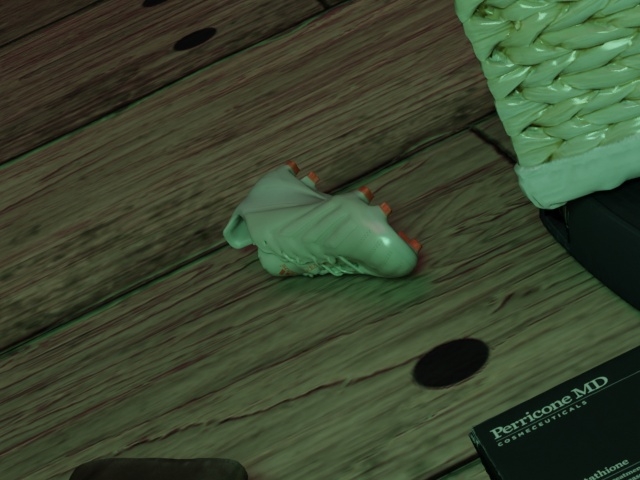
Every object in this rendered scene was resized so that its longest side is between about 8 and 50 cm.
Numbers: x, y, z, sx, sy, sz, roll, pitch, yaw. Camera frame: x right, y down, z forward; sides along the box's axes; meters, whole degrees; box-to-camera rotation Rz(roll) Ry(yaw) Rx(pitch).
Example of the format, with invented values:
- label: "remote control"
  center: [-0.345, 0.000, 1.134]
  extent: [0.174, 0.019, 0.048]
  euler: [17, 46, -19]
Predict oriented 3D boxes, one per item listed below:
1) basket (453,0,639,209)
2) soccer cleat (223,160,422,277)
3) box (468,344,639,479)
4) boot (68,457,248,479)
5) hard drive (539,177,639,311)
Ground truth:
- label: "basket"
  center: [0.239, -0.242, 0.993]
  extent: [0.331, 0.266, 0.328]
  euler: [-17, 27, 22]
- label: "soccer cleat"
  center: [0.000, 0.000, 1.122]
  extent: [0.076, 0.068, 0.196]
  euler: [-46, 29, -11]
- label: "box"
  center: [0.219, 0.099, 0.685]
  extent: [0.261, 0.103, 0.184]
  euler: [-25, 28, -2]
- label: "boot"
  center: [-0.087, 0.175, 0.812]
  extent: [0.248, 0.090, 0.207]
  euler: [-8, 31, 37]
- label: "hard drive"
  center: [0.240, -0.024, 0.963]
  extent: [0.172, 0.054, 0.254]
  euler: [-27, 25, -7]
